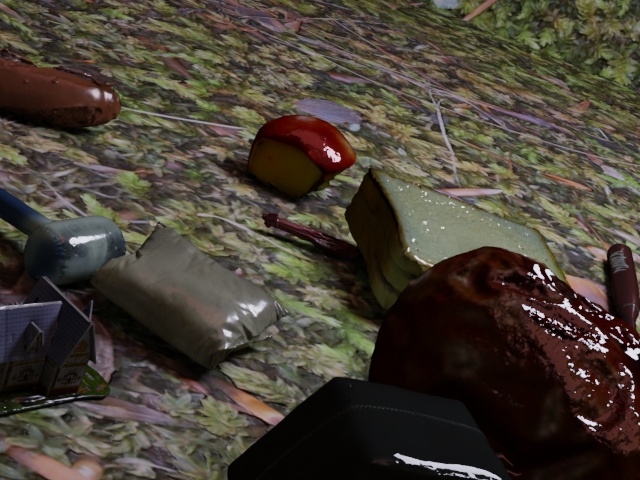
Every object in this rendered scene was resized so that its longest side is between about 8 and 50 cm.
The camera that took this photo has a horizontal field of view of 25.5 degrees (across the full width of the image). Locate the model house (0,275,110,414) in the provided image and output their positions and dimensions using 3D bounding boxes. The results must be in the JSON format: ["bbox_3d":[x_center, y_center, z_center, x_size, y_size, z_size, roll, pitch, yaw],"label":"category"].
[{"bbox_3d":[-0.269,0.088,1.303,0.167,0.088,0.117,-3,33,-45],"label":"model house"}]

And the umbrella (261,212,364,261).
[{"bbox_3d":[0.000,0.000,1.830,0.165,0.025,0.027,22,0,-10],"label":"umbrella"}]

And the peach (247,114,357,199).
[{"bbox_3d":[-0.028,-0.122,1.992,0.151,0.151,0.118,-26,95,-61],"label":"peach"}]

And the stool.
[{"bbox_3d":[0.043,0.229,1.099,0.232,0.232,0.141,12,21,-21],"label":"stool"}]

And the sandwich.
[{"bbox_3d":[0.183,0.034,1.807,0.273,0.095,0.249,19,24,-19],"label":"sandwich"}]

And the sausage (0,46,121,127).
[{"bbox_3d":[-0.426,-0.218,1.880,0.326,0.079,0.087,19,37,-5],"label":"sausage"}]

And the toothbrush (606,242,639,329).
[{"bbox_3d":[0.438,0.081,2.024,0.041,0.041,0.364,21,22,0],"label":"toothbrush"}]

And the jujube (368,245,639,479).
[{"bbox_3d":[0.208,0.179,1.309,0.377,0.276,0.276,37,27,26],"label":"jujube"}]

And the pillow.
[{"bbox_3d":[-0.139,0.065,1.495,0.181,0.078,0.134,31,27,16],"label":"pillow"}]

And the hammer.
[{"bbox_3d":[-0.309,-0.016,1.544,0.194,0.069,0.116,29,24,30],"label":"hammer"}]
